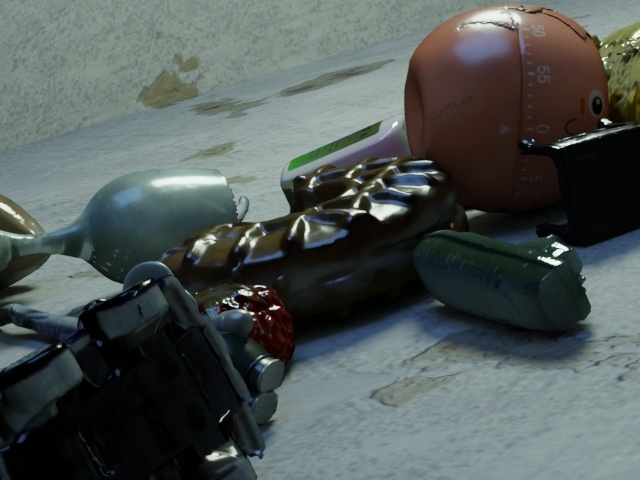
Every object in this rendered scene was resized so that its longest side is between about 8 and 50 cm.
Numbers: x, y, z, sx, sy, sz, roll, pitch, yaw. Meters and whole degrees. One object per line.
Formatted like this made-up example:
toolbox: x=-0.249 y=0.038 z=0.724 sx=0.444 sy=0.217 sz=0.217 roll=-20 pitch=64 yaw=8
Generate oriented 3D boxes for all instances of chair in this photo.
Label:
chair: x=0.303 y=-0.057 z=1.826 sx=0.113 sy=0.106 sz=0.229 roll=-18 pitch=11 yaw=-18

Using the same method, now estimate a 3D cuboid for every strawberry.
strawberry: x=-0.095 y=0.088 z=1.691 sx=0.145 sy=0.086 sz=0.145 roll=-19 pitch=16 yaw=6

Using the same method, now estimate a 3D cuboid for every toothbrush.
toothbrush: x=-0.122 y=-0.021 z=2.373 sx=0.027 sy=0.021 sz=0.269 roll=1 pitch=15 yaw=10
toothbrush: x=-0.325 y=0.090 z=2.075 sx=0.035 sy=0.042 sz=0.413 roll=-22 pitch=16 yaw=-31

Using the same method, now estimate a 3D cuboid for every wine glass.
wine glass: x=-0.255 y=-0.009 z=2.114 sx=0.321 sy=0.143 sz=0.143 roll=-6 pitch=8 yaw=-22

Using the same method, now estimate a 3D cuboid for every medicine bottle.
medicine bottle: x=0.063 y=-0.101 z=2.293 sx=0.219 sy=0.078 sz=0.115 roll=-22 pitch=5 yaw=19

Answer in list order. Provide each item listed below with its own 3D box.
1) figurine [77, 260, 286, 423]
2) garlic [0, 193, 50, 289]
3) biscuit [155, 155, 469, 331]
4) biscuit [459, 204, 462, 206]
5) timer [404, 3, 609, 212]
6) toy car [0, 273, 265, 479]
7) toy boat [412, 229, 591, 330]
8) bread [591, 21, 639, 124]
figurine: x=-0.126 y=0.099 z=1.567 sx=0.192 sy=0.147 sz=0.126 roll=20 pitch=18 yaw=26
garlic: x=-0.496 y=0.012 z=2.291 sx=0.325 sy=0.132 sz=0.279 roll=-20 pitch=-8 yaw=27
biscuit: x=0.013 y=0.000 z=1.896 sx=0.268 sy=0.115 sz=0.366 roll=-10 pitch=14 yaw=25
biscuit: x=0.212 y=-0.077 z=2.212 sx=0.254 sy=0.029 sz=0.172 roll=-12 pitch=13 yaw=14
timer: x=0.207 y=-0.145 z=2.035 sx=0.215 sy=0.230 sz=0.229 roll=-4 pitch=10 yaw=-9
toy car: x=-0.169 y=0.147 z=1.366 sx=0.158 sy=0.172 sz=0.235 roll=-26 pitch=4 yaw=42
toy boat: x=0.159 y=0.028 z=1.674 sx=0.085 sy=0.078 sz=0.260 roll=-37 pitch=20 yaw=-18
bread: x=0.423 y=-0.172 z=2.072 sx=0.236 sy=0.165 sz=0.375 roll=-10 pitch=12 yaw=-1
